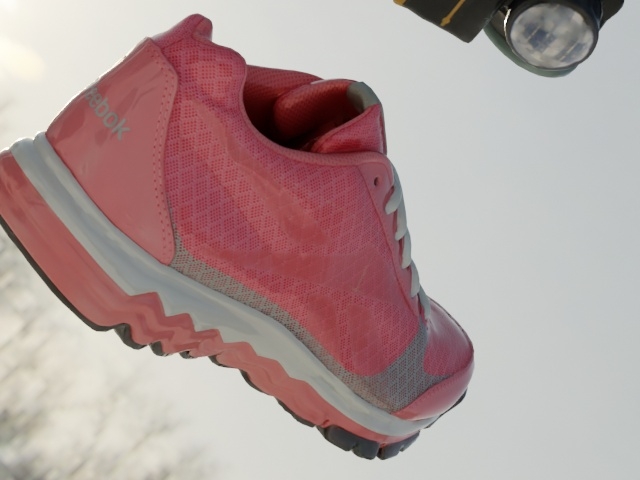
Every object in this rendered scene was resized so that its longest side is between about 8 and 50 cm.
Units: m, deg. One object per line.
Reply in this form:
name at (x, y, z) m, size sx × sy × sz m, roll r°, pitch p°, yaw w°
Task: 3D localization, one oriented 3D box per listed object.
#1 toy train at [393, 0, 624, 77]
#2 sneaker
toy train at (0.114, -0.242, 1.207) m, size 0.190 × 0.334 × 0.142 m, roll 29°, pitch -47°, yaw -16°
sneaker at (0.000, 0.000, 0.887) m, size 0.314 × 0.136 × 0.116 m, roll 27°, pitch 19°, yaw -51°
